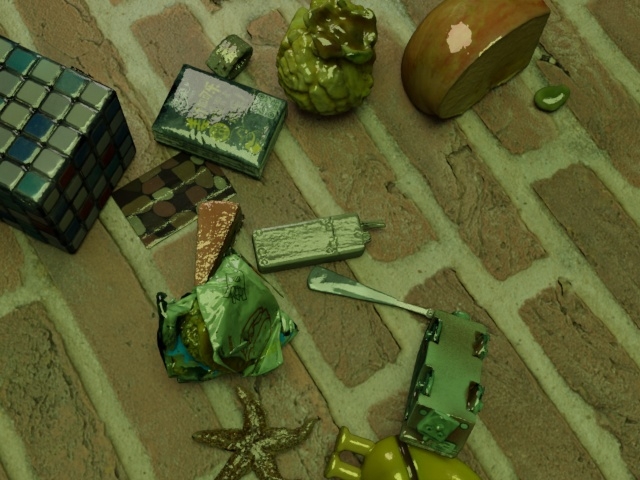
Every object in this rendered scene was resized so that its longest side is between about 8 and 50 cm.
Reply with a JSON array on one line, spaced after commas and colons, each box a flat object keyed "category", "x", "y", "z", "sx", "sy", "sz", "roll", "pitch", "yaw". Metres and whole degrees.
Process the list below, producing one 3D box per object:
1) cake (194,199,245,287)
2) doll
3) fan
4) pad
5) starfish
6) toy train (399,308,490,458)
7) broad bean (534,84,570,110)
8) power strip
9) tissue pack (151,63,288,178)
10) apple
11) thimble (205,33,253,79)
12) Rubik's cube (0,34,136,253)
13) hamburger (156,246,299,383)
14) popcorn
[{"category": "cake", "x": -0.237, "y": 0.024, "z": 1.739, "sx": 0.090, "sy": 0.109, "sz": 0.225, "roll": 18, "pitch": 70, "yaw": 3}, {"category": "doll", "x": 0.195, "y": 0.460, "z": 1.597, "sx": 0.363, "sy": 0.145, "sz": 0.199, "roll": 20, "pitch": 85, "yaw": 0}, {"category": "fan", "x": 0.107, "y": 0.121, "z": 1.774, "sx": 0.282, "sy": 0.023, "sz": 0.057, "roll": 19, "pitch": 69, "yaw": 5}, {"category": "pad", "x": -0.320, "y": -0.102, "z": 1.835, "sx": 0.235, "sy": 0.003, "sz": 0.158, "roll": -33, "pitch": 76, "yaw": -14}, {"category": "starfish", "x": -0.134, "y": 0.399, "z": 1.641, "sx": 0.277, "sy": 0.062, "sz": 0.235, "roll": -32, "pitch": 75, "yaw": -11}, {"category": "toy train", "x": 0.245, "y": 0.269, "z": 1.624, "sx": 0.129, "sy": 0.159, "sz": 0.326, "roll": 20, "pitch": 36, "yaw": 1}, {"category": "broad bean", "x": 0.540, "y": -0.332, "z": 1.945, "sx": 0.083, "sy": 0.045, "sz": 0.063, "roll": -17, "pitch": 71, "yaw": -1}, {"category": "power strip", "x": 0.000, "y": 0.000, "z": 1.792, "sx": 0.288, "sy": 0.053, "sz": 0.093, "roll": -9, "pitch": 70, "yaw": -7}, {"category": "tissue pack", "x": -0.221, "y": -0.268, "z": 1.855, "sx": 0.257, "sy": 0.081, "sz": 0.185, "roll": 20, "pitch": 68, "yaw": 3}, {"category": "apple", "x": 0.334, "y": -0.427, "z": 1.888, "sx": 0.309, "sy": 0.314, "sz": 0.252, "roll": -30, "pitch": 117, "yaw": -13}, {"category": "thimble", "x": -0.208, "y": -0.416, "z": 1.906, "sx": 0.062, "sy": 0.084, "sz": 0.110, "roll": 37, "pitch": 58, "yaw": 7}, {"category": "Rubik's cube", "x": -0.582, "y": -0.187, "z": 1.699, "sx": 0.292, "sy": 0.287, "sz": 0.293, "roll": 23, "pitch": 70, "yaw": 6}, {"category": "hamburger", "x": -0.175, "y": 0.177, "z": 1.623, "sx": 0.276, "sy": 0.150, "sz": 0.260, "roll": -36, "pitch": 121, "yaw": -26}, {"category": "popcorn", "x": 0.017, "y": -0.412, "z": 1.846, "sx": 0.224, "sy": 0.270, "sz": 0.257, "roll": 15, "pitch": 115, "yaw": 5}]
